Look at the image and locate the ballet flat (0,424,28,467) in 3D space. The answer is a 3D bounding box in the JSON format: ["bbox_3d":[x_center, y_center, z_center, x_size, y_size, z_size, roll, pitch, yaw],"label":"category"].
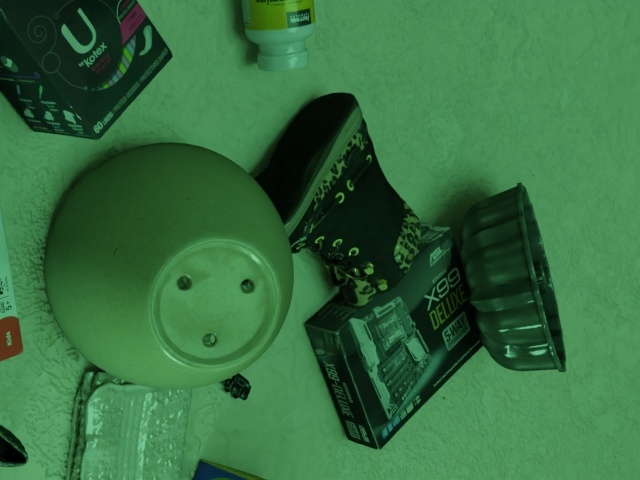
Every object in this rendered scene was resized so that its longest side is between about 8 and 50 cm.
[{"bbox_3d":[-0.436,0.240,1.772,0.173,0.049,0.057,34,73,-44],"label":"ballet flat"}]

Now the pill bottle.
[{"bbox_3d":[-0.061,-0.338,2.002,0.103,0.103,0.184,-22,113,-42],"label":"pill bottle"}]

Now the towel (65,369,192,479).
[{"bbox_3d":[-0.267,0.314,1.965,0.187,0.049,0.282,1,98,-46],"label":"towel"}]

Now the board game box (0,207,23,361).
[{"bbox_3d":[-0.511,0.031,1.623,0.302,0.086,0.308,-22,114,-42],"label":"board game box"}]

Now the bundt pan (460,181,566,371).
[{"bbox_3d":[0.321,0.076,2.394,0.331,0.124,0.330,-14,90,-77],"label":"bundt pan"}]

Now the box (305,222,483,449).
[{"bbox_3d":[0.130,0.153,2.323,0.307,0.076,0.242,-40,124,-34],"label":"box"}]

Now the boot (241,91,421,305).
[{"bbox_3d":[0.000,0.000,2.121,0.284,0.138,0.377,54,55,-38],"label":"boot"}]

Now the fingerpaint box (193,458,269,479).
[{"bbox_3d":[-0.039,0.545,1.963,0.163,0.445,0.371,27,79,-45],"label":"fingerpaint box"}]

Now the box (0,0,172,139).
[{"bbox_3d":[-0.333,-0.274,1.704,0.165,0.143,0.270,-54,131,-24],"label":"box"}]

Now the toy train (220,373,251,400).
[{"bbox_3d":[-0.152,0.188,2.073,0.158,0.027,0.036,43,64,-43],"label":"toy train"}]

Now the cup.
[{"bbox_3d":[-0.167,0.052,1.795,0.331,0.237,0.331,-4,102,-20],"label":"cup"}]
